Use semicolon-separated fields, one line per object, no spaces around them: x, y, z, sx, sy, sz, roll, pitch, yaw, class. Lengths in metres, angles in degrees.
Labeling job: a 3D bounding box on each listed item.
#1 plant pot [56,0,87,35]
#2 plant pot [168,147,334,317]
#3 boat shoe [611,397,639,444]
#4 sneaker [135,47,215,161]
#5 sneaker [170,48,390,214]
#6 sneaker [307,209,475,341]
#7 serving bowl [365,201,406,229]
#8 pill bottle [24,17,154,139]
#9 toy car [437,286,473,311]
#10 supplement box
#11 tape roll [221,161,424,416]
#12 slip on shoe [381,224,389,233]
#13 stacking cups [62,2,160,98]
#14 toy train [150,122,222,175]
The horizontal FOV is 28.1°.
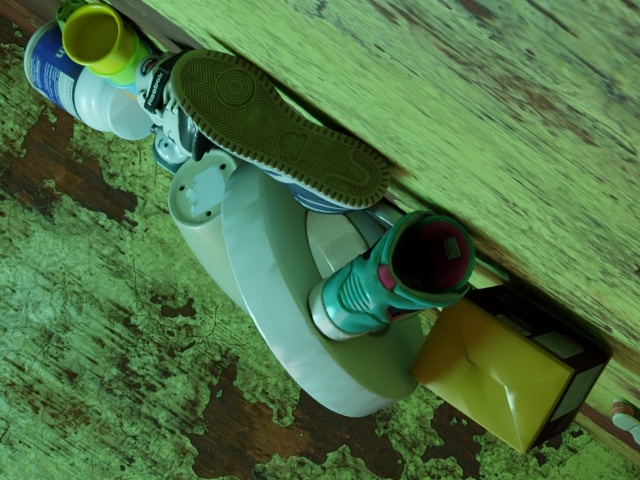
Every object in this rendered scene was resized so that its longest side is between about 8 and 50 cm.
-0.378;-0.339;2.015;0.083;0.083;0.079;34;164;26;plant pot
-0.099;-0.027;1.946;0.256;0.256;0.274;33;177;38;plant pot
0.567;0.327;2.278;0.137;0.049;0.043;34;-140;-27;boat shoe
-0.189;-0.189;1.706;0.146;0.122;0.330;34;177;-6;sneaker
-0.052;-0.119;1.518;0.282;0.099;0.153;32;175;0;sneaker
0.132;0.025;1.615;0.295;0.178;0.123;-26;-92;-51;sneaker
0.106;-0.031;1.844;0.083;0.027;0.083;35;178;2;serving bowl
-0.385;-0.279;2.216;0.265;0.153;0.153;33;176;39;pill bottle
0.136;0.071;2.144;0.239;0.053;0.225;33;-160;29;toy car
0.259;0.166;1.730;0.191;0.129;0.194;34;-163;24;supplement box
0.012;0.051;1.739;0.392;0.072;0.392;45;-152;-33;tape roll
0.000;0.000;2.177;0.101;0.123;0.331;26;161;-31;slip on shoe
-0.288;-0.272;1.970;0.096;0.096;0.316;34;-179;16;stacking cups
-0.196;-0.138;2.207;0.190;0.142;0.334;33;-177;1;toy train
